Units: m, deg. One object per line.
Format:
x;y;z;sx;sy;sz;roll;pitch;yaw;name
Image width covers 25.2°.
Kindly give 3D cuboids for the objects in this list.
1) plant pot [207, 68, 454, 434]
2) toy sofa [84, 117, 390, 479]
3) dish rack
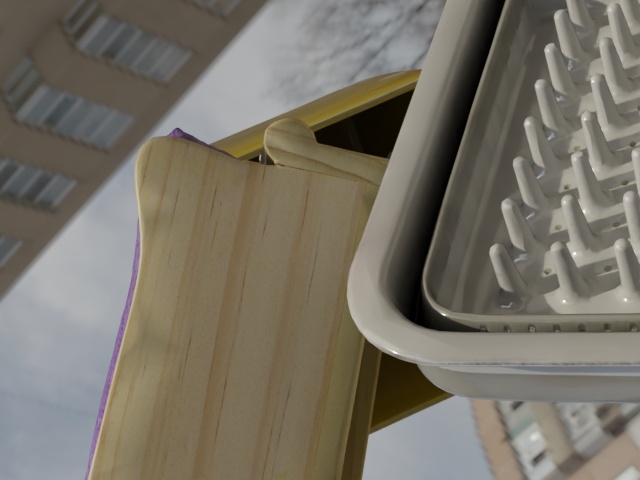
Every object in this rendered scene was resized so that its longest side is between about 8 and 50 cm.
0.000;0.000;0.998;0.187;0.212;0.212;-131;19;-69;plant pot
-0.036;0.131;0.729;0.177;0.363;0.150;10;161;-1;toy sofa
0.180;-0.057;0.591;0.333;0.285;0.072;-68;-34;-41;dish rack
